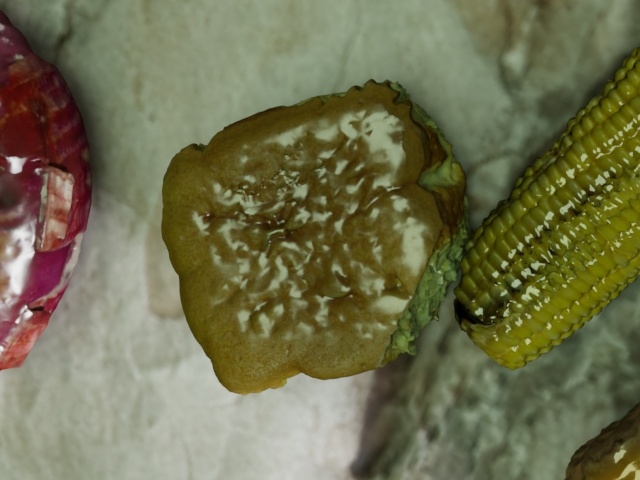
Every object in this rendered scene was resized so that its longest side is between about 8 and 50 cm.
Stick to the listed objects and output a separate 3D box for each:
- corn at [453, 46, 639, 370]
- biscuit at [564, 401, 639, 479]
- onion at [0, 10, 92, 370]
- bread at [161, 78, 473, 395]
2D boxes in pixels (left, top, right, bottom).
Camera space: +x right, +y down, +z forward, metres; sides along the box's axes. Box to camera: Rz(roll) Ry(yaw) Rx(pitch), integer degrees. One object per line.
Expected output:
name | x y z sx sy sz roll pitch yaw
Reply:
corn | 0.131 -0.029 0.529 0.072 0.072 0.203 43 108 8
biscuit | 0.247 0.009 0.488 0.379 0.094 0.054 -40 79 18
onion | -0.227 -0.022 0.595 0.230 0.163 0.229 0 90 14
bread | 0.000 0.000 0.576 0.140 0.069 0.127 -20 92 20
